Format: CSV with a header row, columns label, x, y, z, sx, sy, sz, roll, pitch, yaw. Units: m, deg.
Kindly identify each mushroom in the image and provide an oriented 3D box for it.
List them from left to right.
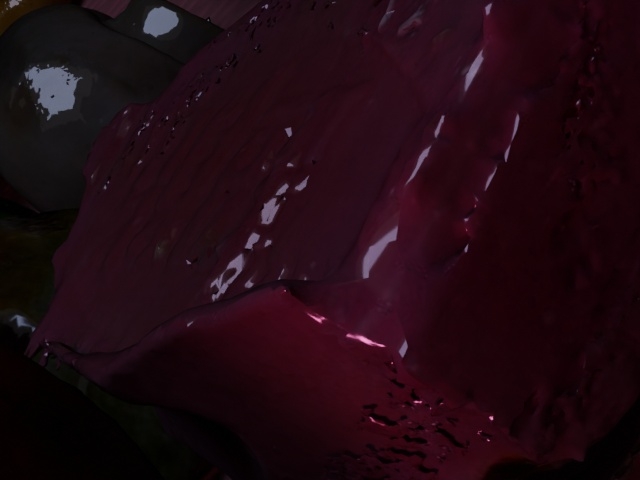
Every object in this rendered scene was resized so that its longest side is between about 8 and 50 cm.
label,x,y,z,sx,sy,sz,roll,pitch,yaw
mushroom,-0.126,-0.075,0.866,0.188,0.117,0.141,34,101,60

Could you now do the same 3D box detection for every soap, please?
label,x,y,z,sx,sy,sz,roll,pitch,yaw
soap,0.000,0.000,0.531,0.182,0.112,0.289,-55,21,-9

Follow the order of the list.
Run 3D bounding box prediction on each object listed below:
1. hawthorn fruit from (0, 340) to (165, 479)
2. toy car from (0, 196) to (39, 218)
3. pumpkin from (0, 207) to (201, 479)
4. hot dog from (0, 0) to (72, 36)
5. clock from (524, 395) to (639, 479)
label,x,y,z,sx,sy,sz,roll,pitch,yaw
hawthorn fruit,-0.138,0.146,0.466,0.307,0.265,0.265,16,67,18
toy car,-0.214,0.047,0.912,0.165,0.071,0.062,-46,42,20
pumpkin,-0.156,0.098,0.663,0.312,0.148,0.169,-64,22,-8
hot dog,-0.231,-0.179,1.214,0.140,0.060,0.090,-33,38,33
clock,0.074,0.049,0.470,0.074,0.010,0.083,-41,29,28
